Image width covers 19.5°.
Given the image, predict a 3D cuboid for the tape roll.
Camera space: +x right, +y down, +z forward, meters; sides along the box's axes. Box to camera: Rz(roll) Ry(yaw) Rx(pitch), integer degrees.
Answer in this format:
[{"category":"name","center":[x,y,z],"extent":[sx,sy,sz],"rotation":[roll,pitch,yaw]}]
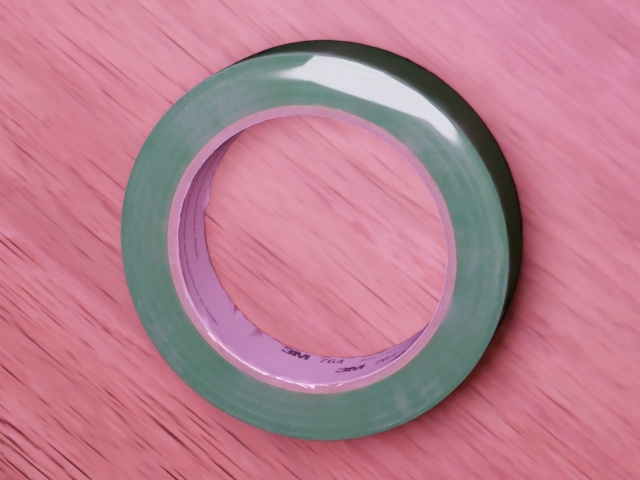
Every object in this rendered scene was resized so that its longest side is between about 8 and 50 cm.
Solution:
[{"category":"tape roll","center":[0.000,0.000,1.511],"extent":[0.321,0.077,0.321],"rotation":[4,105,15]}]
